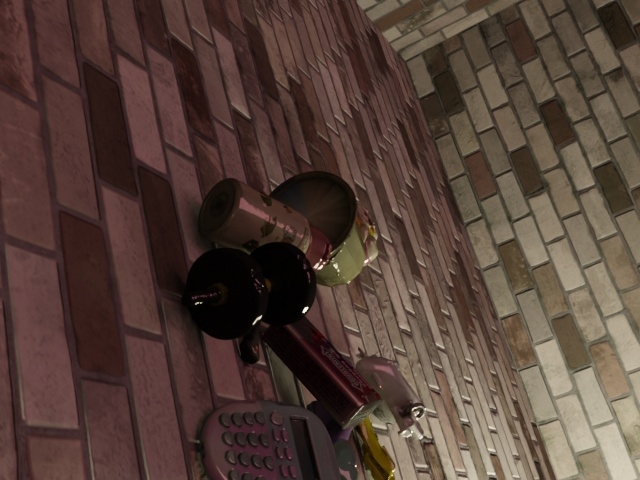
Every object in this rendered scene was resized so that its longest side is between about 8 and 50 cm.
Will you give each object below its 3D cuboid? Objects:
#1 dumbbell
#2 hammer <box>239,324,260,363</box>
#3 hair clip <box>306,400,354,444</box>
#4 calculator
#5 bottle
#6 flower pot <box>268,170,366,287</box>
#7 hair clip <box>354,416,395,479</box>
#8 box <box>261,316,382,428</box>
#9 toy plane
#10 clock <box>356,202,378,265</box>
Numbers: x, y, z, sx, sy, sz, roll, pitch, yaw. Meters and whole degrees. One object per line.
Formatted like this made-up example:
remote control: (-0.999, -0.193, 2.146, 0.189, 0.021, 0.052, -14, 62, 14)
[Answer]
dumbbell: (-0.109, 0.077, 1.325, 0.325, 0.143, 0.143, -6, 73, -59)
hammer: (-0.119, 0.102, 1.477, 0.111, 0.033, 0.287, 51, 24, -33)
hair clip: (0.012, 0.353, 1.454, 0.278, 0.090, 0.137, -61, 128, -71)
calculator: (-0.056, 0.330, 1.241, 0.299, 0.041, 0.185, 18, 43, -40)
bottle: (-0.089, -0.012, 1.478, 0.253, 0.120, 0.120, 28, 39, -38)
flower pot: (0.000, 0.000, 1.701, 0.202, 0.212, 0.212, 60, 16, -53)
hair clip: (0.103, 0.417, 1.658, 0.173, 0.046, 0.072, 64, 29, -1)
box: (0.002, 0.229, 1.470, 0.224, 0.069, 0.120, 46, 13, 18)
toy plane: (0.139, 0.328, 1.771, 0.244, 0.117, 0.244, 55, 3, -4)
clock: (0.086, -0.015, 2.046, 0.144, 0.103, 0.231, 50, 22, -18)
